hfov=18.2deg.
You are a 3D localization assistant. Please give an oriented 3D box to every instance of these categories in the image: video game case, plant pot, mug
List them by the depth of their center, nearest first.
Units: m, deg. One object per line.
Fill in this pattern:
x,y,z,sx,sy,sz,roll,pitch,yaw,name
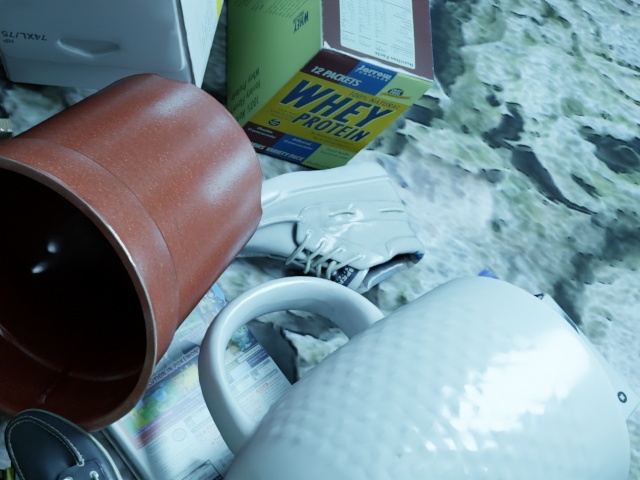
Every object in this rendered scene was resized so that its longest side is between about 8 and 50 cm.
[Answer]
-0.199,-0.010,1.802,0.272,0.272,0.265,47,39,-2,plant pot
0.045,0.187,1.842,0.328,0.276,0.374,-30,71,-37,mug
-0.123,0.149,1.902,0.201,0.023,0.183,-34,86,-41,video game case

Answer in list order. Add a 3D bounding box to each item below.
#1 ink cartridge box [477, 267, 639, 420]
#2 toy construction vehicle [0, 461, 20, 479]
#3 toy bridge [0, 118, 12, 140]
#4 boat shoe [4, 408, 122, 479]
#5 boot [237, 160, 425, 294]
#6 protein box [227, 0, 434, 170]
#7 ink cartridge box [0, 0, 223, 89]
0.210,0.157,2.111,0.224,0.045,0.223,46,48,-2,ink cartridge box
-0.291,0.218,1.736,0.086,0.035,0.098,12,58,-29,toy construction vehicle
-0.346,-0.177,1.938,0.063,0.026,0.188,0,64,-32,toy bridge
-0.204,0.223,1.697,0.206,0.075,0.065,50,7,16,boat shoe
0.000,0.000,2.023,0.258,0.095,0.123,-17,67,-41,boot
0.007,-0.215,2.085,0.136,0.200,0.201,15,56,-27,protein box
-0.198,-0.307,1.957,0.198,0.197,0.270,6,54,8,ink cartridge box
